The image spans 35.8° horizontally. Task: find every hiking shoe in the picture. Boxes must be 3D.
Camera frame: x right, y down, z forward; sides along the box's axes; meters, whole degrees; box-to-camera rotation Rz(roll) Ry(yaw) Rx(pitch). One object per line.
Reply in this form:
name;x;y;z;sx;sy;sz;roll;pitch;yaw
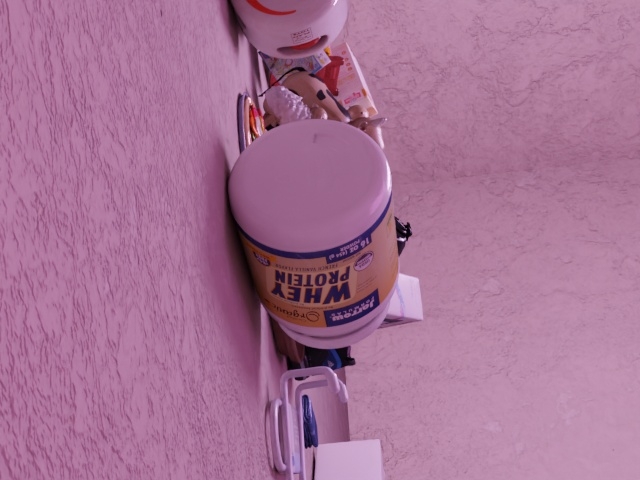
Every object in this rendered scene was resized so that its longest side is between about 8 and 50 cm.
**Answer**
hiking shoe;0.004;0.169;2.005;0.304;0.132;0.113;-92;174;-54

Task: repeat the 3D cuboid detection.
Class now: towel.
towel;-0.026;0.367;2.003;0.119;0.029;0.067;79;6;-49

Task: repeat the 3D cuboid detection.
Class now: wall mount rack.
wall mount rack;0.002;0.371;1.631;0.350;0.131;0.304;67;17;-75

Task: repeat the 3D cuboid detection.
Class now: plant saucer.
plant saucer;-0.065;0.086;1.799;0.278;0.041;0.277;-6;90;-87

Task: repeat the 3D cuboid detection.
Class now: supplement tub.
supplement tub;0.000;0.000;1.468;0.316;0.229;0.228;78;6;-53

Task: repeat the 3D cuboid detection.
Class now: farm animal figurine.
farm animal figurine;0.036;-0.202;1.890;0.327;0.172;0.330;43;11;-11

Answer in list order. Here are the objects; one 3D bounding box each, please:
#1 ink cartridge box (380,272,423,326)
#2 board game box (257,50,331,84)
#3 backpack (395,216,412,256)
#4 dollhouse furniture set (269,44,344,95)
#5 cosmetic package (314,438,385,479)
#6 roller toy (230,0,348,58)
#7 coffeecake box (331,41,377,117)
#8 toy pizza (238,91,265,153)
ink cartridge box;0.073;0.110;1.819;0.212;0.154;0.093;14;67;-59
board game box;-0.053;-0.357;1.924;0.103;0.026;0.154;54;-29;-7
backpack;0.040;-0.013;2.073;0.191;0.254;0.225;-59;180;11
dollhouse furniture set;-0.022;-0.489;2.047;0.374;0.152;0.201;102;-14;-59
cosmetic package;0.068;0.597;2.092;0.365;0.155;0.196;-87;171;-73
roller toy;-0.051;-0.411;1.646;0.191;0.209;0.146;-61;167;-9
coffeecake box;0.030;-0.334;2.220;0.068;0.142;0.185;50;18;-51
toy pizza;-0.104;-0.146;1.644;0.201;0.032;0.201;-6;90;-87
